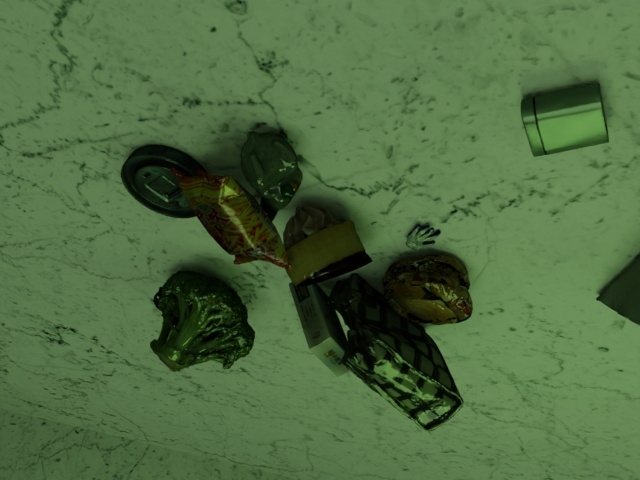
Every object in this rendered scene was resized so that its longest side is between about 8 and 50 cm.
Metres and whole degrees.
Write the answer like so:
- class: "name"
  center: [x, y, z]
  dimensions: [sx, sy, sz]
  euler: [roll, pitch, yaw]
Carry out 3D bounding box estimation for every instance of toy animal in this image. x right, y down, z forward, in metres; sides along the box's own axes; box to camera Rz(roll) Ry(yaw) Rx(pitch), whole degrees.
- class: "toy animal"
  center: [-0.100, -0.128, 1.397]
  dimensions: [0.125, 0.127, 0.251]
  euler: [0, 157, 1]

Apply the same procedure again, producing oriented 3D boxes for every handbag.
- class: "handbag"
  center: [0.178, 0.276, 1.638]
  dimensions: [0.162, 0.325, 0.327]
  euler: [-42, 115, 11]

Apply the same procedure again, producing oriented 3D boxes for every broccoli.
- class: "broccoli"
  center: [-0.330, 0.240, 1.801]
  dimensions: [0.321, 0.283, 0.303]
  euler: [50, 145, -13]

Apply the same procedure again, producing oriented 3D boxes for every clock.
- class: "clock"
  center: [-0.360, -0.137, 1.515]
  dimensions: [0.214, 0.042, 0.215]
  euler: [10, 143, 7]

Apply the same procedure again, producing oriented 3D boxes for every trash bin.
- class: "trash bin"
  center: [0.430, -0.209, 1.131]
  dimensions: [0.129, 0.059, 0.116]
  euler: [-8, 139, 27]

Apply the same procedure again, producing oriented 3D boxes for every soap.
- class: "soap"
  center: [0.721, 0.164, 1.349]
  dimensions: [0.158, 0.258, 0.302]
  euler: [12, 144, 2]

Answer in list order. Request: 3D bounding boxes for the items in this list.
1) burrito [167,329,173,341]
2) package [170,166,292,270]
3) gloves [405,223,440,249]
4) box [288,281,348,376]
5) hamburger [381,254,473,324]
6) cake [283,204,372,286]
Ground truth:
- class: "burrito"
  center: [-0.497, 0.350, 2.197]
  dimensions: [0.055, 0.041, 0.149]
  euler: [-15, 132, 15]
- class: "package"
  center: [-0.194, -0.054, 1.415]
  dimensions: [0.223, 0.108, 0.288]
  euler: [7, 136, 50]
- class: "gloves"
  center: [0.237, -0.008, 1.488]
  dimensions: [0.064, 0.026, 0.086]
  euler: [22, 138, -12]
- class: "box"
  center: [0.004, 0.218, 1.682]
  dimensions: [0.067, 0.243, 0.155]
  euler: [-33, 129, 9]
- class: "hamburger"
  center: [0.266, 0.126, 1.588]
  dimensions: [0.230, 0.107, 0.231]
  euler: [10, 147, 6]
- class: "cake"
  center: [0.000, 0.000, 1.486]
  dimensions: [0.207, 0.178, 0.185]
  euler: [-14, 170, -16]
